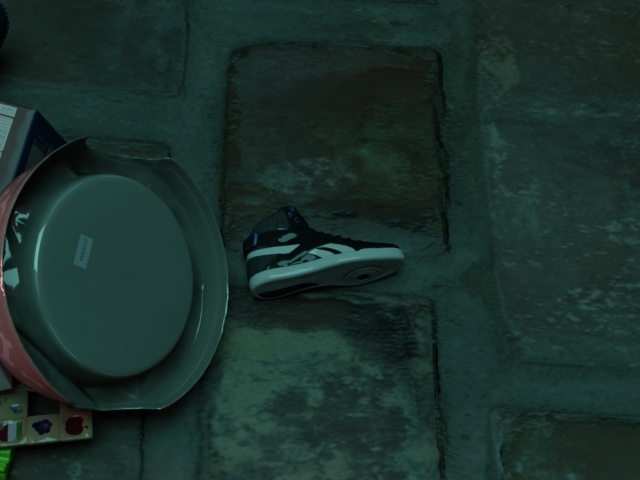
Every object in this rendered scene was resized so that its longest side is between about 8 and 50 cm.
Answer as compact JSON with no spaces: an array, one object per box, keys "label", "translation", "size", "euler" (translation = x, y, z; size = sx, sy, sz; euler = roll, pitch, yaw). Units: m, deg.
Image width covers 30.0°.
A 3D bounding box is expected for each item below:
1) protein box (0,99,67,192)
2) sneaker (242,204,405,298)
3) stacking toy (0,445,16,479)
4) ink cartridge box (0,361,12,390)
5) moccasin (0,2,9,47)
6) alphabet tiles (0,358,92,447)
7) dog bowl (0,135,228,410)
[{"label":"protein box","translation":[-0.434,-0.065,1.553],"size":[0.136,0.200,0.201],"euler":[15,80,5]},{"label":"sneaker","translation":[0.000,0.000,1.642],"size":[0.217,0.079,0.121],"euler":[-9,62,-8]},{"label":"stacking toy","translation":[-0.476,0.324,1.435],"size":[0.167,0.052,0.221],"euler":[9,50,2]},{"label":"ink cartridge box","translation":[-0.501,0.127,1.453],"size":[0.219,0.160,0.092],"euler":[-13,49,0]},{"label":"moccasin","translation":[-0.521,-0.208,1.662],"size":[0.117,0.137,0.342],"euler":[9,56,27]},{"label":"alphabet tiles","translation":[-0.394,0.164,1.537],"size":[0.198,0.009,0.237],"euler":[-5,49,-6]},{"label":"dog bowl","translation":[-0.272,0.046,1.475],"size":[0.102,0.349,0.348],"euler":[-9,49,40]}]
